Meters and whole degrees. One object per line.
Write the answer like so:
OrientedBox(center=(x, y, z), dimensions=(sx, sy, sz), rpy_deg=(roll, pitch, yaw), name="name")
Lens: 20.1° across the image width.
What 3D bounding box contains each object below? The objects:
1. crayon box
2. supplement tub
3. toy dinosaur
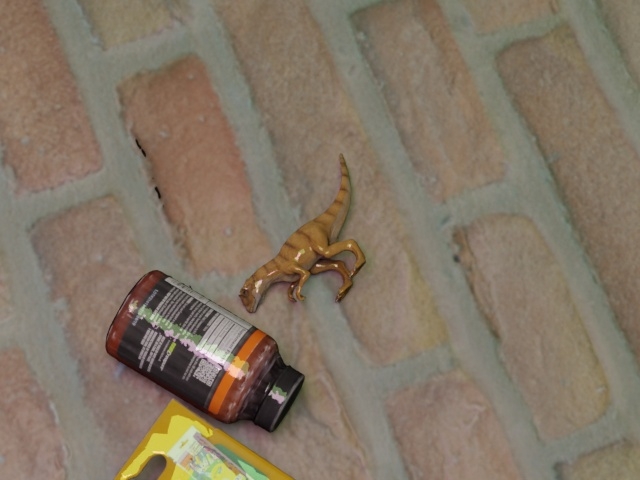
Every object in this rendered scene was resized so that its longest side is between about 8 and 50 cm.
OrientedBox(center=(-0.073, 0.334, 1.810), dimensions=(0.323, 0.083, 0.203), rpy_deg=(34, 70, 7), name="crayon box")
OrientedBox(center=(-0.117, 0.121, 1.876), dimensions=(0.198, 0.106, 0.106), rpy_deg=(31, 70, 7), name="supplement tub")
OrientedBox(center=(0.000, 0.000, 1.952), dimensions=(0.112, 0.064, 0.211), rpy_deg=(39, 71, 11), name="toy dinosaur")
